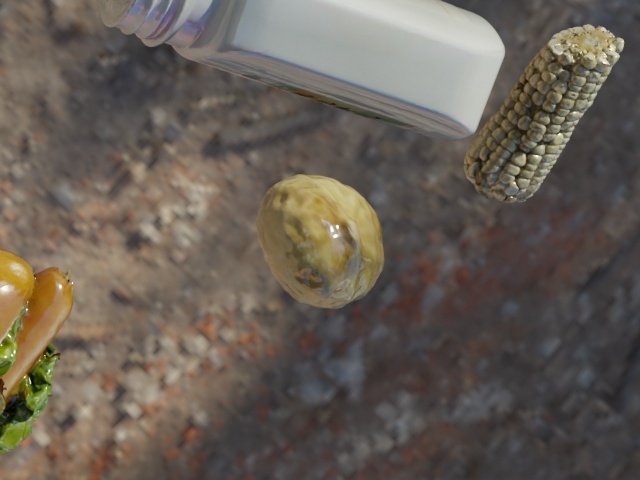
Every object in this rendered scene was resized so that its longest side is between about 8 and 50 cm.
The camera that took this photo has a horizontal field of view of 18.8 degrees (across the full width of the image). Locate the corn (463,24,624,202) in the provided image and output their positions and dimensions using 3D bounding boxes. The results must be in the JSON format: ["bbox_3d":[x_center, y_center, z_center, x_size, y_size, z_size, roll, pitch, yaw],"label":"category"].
[{"bbox_3d":[0.221,-0.130,1.962,0.087,0.087,0.211,-1,130,-45],"label":"corn"}]

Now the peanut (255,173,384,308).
[{"bbox_3d":[0.000,0.000,1.927,0.109,0.140,0.159,-21,177,17],"label":"peanut"}]

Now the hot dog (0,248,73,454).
[{"bbox_3d":[-0.288,0.138,1.320,0.337,0.100,0.135,-48,156,-13],"label":"hot dog"}]

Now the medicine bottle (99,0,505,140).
[{"bbox_3d":[-0.019,-0.184,1.635,0.324,0.179,0.124,18,100,-27],"label":"medicine bottle"}]
